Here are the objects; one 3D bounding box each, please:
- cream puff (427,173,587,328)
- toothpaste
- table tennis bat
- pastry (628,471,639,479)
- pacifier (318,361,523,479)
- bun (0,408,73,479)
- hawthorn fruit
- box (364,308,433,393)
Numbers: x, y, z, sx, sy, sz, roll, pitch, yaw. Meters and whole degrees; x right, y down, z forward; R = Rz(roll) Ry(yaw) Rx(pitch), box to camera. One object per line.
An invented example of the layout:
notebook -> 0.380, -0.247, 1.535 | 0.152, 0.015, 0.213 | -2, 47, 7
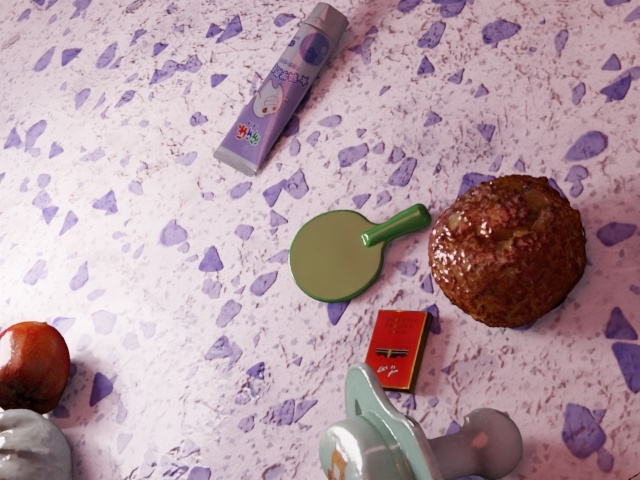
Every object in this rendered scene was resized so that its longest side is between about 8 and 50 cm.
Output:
cream puff -> 0.274, 0.006, 1.437 | 0.240, 0.164, 0.240 | -16, 49, 19
toothpaste -> -0.072, -0.295, 1.910 | 0.125, 0.080, 0.371 | 31, 88, 37
table tennis bat -> 0.066, 0.007, 1.628 | 0.257, 0.039, 0.160 | -26, 69, 10
pastry -> 0.313, 0.403, 1.130 | 0.274, 0.193, 0.275 | -14, 55, 22
pacifier -> 0.148, 0.310, 1.306 | 0.269, 0.288, 0.343 | -11, 26, -14
bun -> -0.591, 0.450, 1.661 | 0.354, 0.194, 0.355 | -17, 52, 24
hawthorn fruit -> -0.541, 0.228, 1.797 | 0.169, 0.169, 0.188 | -27, 36, 15
box -> 0.118, 0.171, 1.513 | 0.090, 0.023, 0.133 | 1, 62, 35
